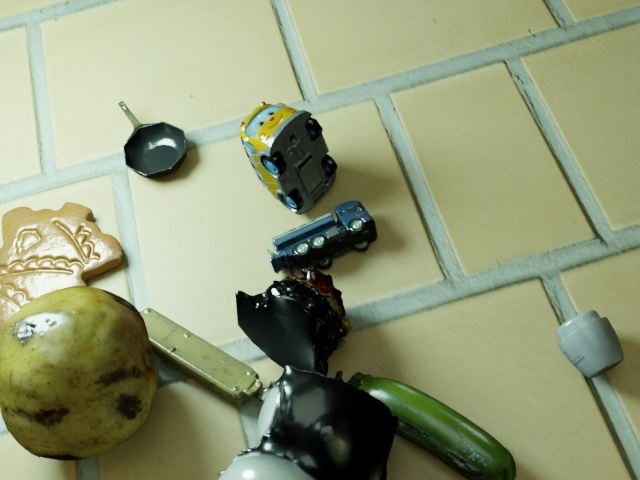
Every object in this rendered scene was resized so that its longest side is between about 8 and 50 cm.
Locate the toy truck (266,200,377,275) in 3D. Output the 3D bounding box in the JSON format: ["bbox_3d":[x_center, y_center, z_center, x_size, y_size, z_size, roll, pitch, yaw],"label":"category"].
[{"bbox_3d":[0.000,0.000,1.570,0.202,0.074,0.088,-25,50,-6],"label":"toy truck"}]

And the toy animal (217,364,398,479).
[{"bbox_3d":[-0.034,0.363,1.256,0.251,0.251,0.309,15,67,17],"label":"toy animal"}]

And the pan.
[{"bbox_3d":[-0.339,-0.208,1.752,0.129,0.048,0.201,-13,60,-1],"label":"pan"}]

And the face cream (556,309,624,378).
[{"bbox_3d":[0.440,0.168,1.389,0.091,0.091,0.095,-26,67,-7],"label":"face cream"}]

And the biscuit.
[{"bbox_3d":[-0.533,0.056,1.623,0.284,0.043,0.306,16,62,17],"label":"biscuit"}]

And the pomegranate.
[{"bbox_3d":[-0.395,0.215,1.383,0.281,0.281,0.281,-4,59,6],"label":"pomegranate"}]

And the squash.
[{"bbox_3d":[0.164,0.289,1.361,0.332,0.087,0.087,28,67,24],"label":"squash"}]

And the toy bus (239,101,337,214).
[{"bbox_3d":[-0.067,-0.162,1.599,0.136,0.209,0.126,30,68,34],"label":"toy bus"}]

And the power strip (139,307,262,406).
[{"bbox_3d":[-0.219,0.203,1.484,0.306,0.044,0.064,27,49,23],"label":"power strip"}]

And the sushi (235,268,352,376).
[{"bbox_3d":[-0.028,0.130,1.445,0.172,0.153,0.150,18,31,37],"label":"sushi"}]
